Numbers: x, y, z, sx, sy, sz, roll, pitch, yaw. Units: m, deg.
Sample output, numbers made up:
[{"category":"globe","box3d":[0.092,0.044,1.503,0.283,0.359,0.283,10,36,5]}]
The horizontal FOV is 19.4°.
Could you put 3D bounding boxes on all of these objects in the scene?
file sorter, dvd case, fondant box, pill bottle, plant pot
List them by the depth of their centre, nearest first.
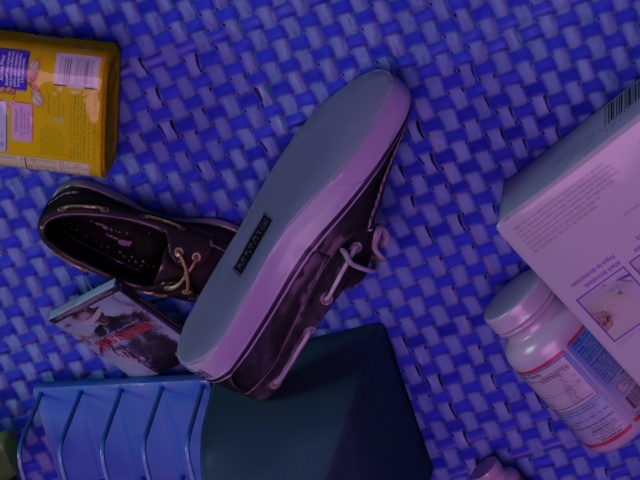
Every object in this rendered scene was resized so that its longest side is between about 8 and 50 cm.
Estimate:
[{"category":"fondant box","box3d":[0.343,0.018,1.576,0.238,0.096,0.330,-38,103,22]},{"category":"pill bottle","box3d":[0.219,0.103,1.638,0.087,0.087,0.160,-38,103,22]},{"category":"plant pot","box3d":[-0.010,0.212,1.642,0.165,0.234,0.166,-14,112,14]},{"category":"dvd case","box3d":[-0.174,0.083,1.698,0.087,0.013,0.119,-25,130,32]},{"category":"file sorter","box3d":[-0.182,0.203,1.729,0.170,0.104,0.118,-3,121,11]},{"category":"pill bottle","box3d":[0.176,0.239,1.730,0.043,0.043,0.083,-36,104,22]}]

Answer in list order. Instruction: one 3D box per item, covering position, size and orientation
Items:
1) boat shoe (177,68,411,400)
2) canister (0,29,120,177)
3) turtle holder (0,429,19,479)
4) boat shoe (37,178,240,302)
[{"category":"boat shoe","box3d":[0.001,0.002,1.601,0.105,0.113,0.306,29,93,-29]},{"category":"canister","box3d":[-0.262,-0.121,1.620,0.169,0.073,0.126,7,115,4]},{"category":"turtle holder","box3d":[-0.394,0.314,1.770,0.227,0.243,0.320,4,143,23]},{"category":"boat shoe","box3d":[-0.140,0.015,1.664,0.227,0.069,0.081,18,115,0]}]
